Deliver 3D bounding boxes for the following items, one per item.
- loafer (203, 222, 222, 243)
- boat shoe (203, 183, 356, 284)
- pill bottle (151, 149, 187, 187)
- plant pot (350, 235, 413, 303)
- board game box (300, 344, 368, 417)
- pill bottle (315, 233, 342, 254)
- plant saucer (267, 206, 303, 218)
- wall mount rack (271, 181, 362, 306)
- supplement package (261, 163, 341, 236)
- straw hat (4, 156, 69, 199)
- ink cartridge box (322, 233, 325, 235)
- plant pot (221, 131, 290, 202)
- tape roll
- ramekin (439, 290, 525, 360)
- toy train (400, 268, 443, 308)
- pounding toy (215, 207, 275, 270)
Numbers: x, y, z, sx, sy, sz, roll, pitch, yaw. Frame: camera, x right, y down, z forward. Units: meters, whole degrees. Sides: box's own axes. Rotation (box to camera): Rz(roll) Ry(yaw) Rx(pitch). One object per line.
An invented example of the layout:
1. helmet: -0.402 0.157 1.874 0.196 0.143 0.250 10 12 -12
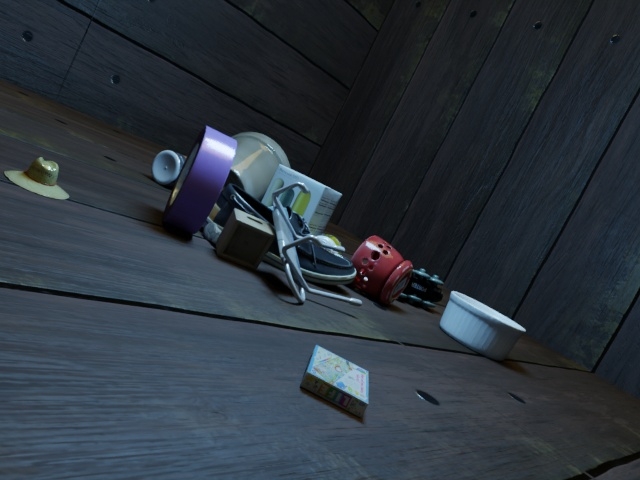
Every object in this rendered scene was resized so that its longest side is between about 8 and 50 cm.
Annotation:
1. loafer: -0.279 -0.009 1.514 0.039 0.045 0.125 44 -5 -36
2. boat shoe: -0.097 -0.011 1.662 0.500 0.156 0.187 27 13 -16
3. pill bottle: -0.513 -0.252 2.127 0.130 0.130 0.246 29 6 22
4. plant pot: 0.203 0.103 1.886 0.174 0.191 0.191 32 8 24
5. board game box: 0.026 0.222 0.906 0.103 0.026 0.154 27 6 3
6. pill bottle: 0.006 0.040 1.906 0.119 0.119 0.208 27 6 6
7. plant saucer: -0.143 -0.038 1.856 0.195 0.037 0.195 6 41 -5
8. wall mount rack: -0.019 0.028 1.451 0.304 0.130 0.350 61 10 -45
9. supplement package: -0.089 -0.102 2.018 0.199 0.262 0.198 28 6 18
10. straw hat: -0.596 -0.144 1.207 0.144 0.061 0.144 26 7 -3
11. ink cartridge box: 0.000 0.000 2.469 0.150 0.063 0.109 29 7 16
12. plant pot: -0.303 -0.214 2.056 0.323 0.323 0.280 27 26 7
13. tape roll: -0.318 -0.158 1.472 0.090 0.274 0.275 24 7 -20
14. ramekin: 0.551 0.299 1.949 0.277 0.135 0.277 27 7 -3
15. toy train: 0.338 0.166 2.216 0.334 0.142 0.190 22 -2 -38
16. pounding toy: -0.186 0.005 1.443 0.141 0.130 0.100 24 19 -24
